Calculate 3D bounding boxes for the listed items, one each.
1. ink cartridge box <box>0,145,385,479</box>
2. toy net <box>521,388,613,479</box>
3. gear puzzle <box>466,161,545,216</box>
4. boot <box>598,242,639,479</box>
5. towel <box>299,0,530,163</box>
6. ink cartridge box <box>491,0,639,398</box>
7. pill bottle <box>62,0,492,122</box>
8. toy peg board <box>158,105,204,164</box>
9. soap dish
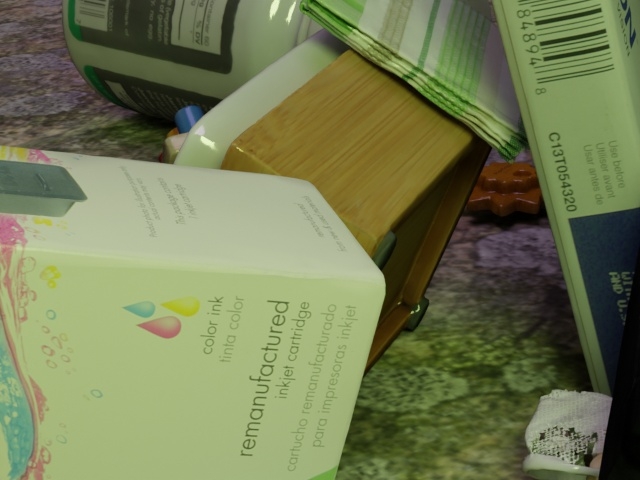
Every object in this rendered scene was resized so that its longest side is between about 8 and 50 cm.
[{"bbox_3d":[-0.172,0.068,0.733,0.353,0.207,0.119,5,23,-20],"label":"ink cartridge box"},{"bbox_3d":[0.142,0.142,0.826,0.122,0.045,0.232,-11,21,-10],"label":"toy net"},{"bbox_3d":[0.263,-0.068,1.308,0.339,0.044,0.175,-8,22,-8],"label":"gear puzzle"},{"bbox_3d":[0.347,-0.024,0.835,0.367,0.146,0.445,6,41,13],"label":"boot"},{"bbox_3d":[0.061,-0.114,0.964,0.152,0.023,0.113,33,32,-9],"label":"towel"},{"bbox_3d":[0.177,-0.114,1.028,0.071,0.324,0.330,-10,26,19],"label":"ink cartridge box"},{"bbox_3d":[-0.042,-0.183,1.449,0.204,0.204,0.361,-23,29,-38],"label":"pill bottle"},{"bbox_3d":[-0.045,-0.057,1.174,0.161,0.161,0.079,-13,59,-18],"label":"toy peg board"},{"bbox_3d":[0.000,0.000,0.976,0.118,0.229,0.291,29,32,11],"label":"soap dish"}]
